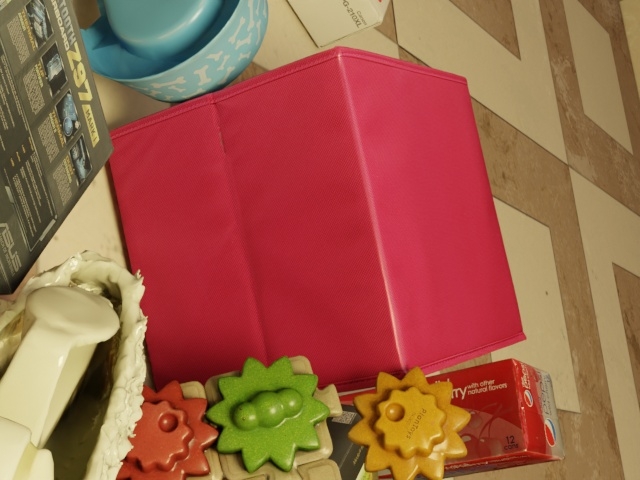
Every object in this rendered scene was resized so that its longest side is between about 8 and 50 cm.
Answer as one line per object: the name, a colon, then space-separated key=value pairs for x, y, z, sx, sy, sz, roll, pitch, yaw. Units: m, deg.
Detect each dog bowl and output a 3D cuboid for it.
dog bowl: x=-0.138 y=-0.243 z=0.877 sx=0.074 sy=0.165 sz=0.297 roll=44 pitch=23 yaw=-58

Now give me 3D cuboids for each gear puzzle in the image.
gear puzzle: x=-0.057 y=0.163 z=0.686 sx=0.044 sy=0.338 sz=0.176 roll=91 pitch=-15 yaw=-63

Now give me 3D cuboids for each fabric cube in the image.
fabric cube: x=0.000 y=0.000 z=0.916 sx=0.254 sy=0.259 sz=0.258 roll=-6 pitch=83 yaw=-59

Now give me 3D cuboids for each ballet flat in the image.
ballet flat: x=-0.171 y=0.110 z=0.505 sx=0.147 sy=0.147 sz=0.409 roll=62 pitch=12 yaw=-18

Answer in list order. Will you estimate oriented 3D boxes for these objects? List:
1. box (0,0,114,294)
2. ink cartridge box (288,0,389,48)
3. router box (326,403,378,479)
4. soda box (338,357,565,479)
box: x=-0.216 y=-0.110 z=0.655 sx=0.183 sy=0.059 sz=0.233 roll=-70 pitch=157 yaw=-51
ink cartridge box: x=0.020 y=-0.383 z=1.277 sx=0.172 sy=0.100 sz=0.237 roll=53 pitch=36 yaw=-30
router box: x=-0.033 y=0.314 z=0.806 sx=0.309 sy=0.081 sz=0.243 roll=-54 pitch=142 yaw=-53
soda box: x=0.085 y=0.181 z=0.954 sx=0.092 sy=0.263 sz=0.084 roll=24 pitch=55 yaw=-52
